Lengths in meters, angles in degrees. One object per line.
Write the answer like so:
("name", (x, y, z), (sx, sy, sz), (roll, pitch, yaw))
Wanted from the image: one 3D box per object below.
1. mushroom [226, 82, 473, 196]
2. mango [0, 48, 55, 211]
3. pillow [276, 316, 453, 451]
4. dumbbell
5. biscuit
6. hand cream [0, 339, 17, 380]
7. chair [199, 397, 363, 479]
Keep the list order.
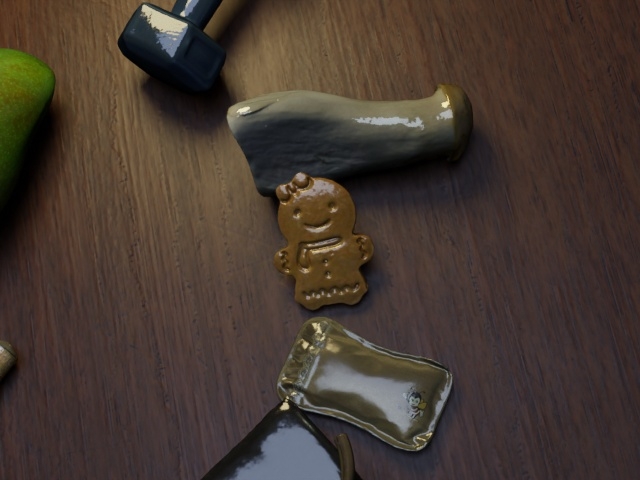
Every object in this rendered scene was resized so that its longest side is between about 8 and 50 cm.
("mushroom", (0.046, -0.144, 1.511), (0.328, 0.159, 0.122), (-9, 74, -1))
("mango", (-0.511, -0.120, 1.544), (0.225, 0.201, 0.382), (22, 63, 36))
("pillow", (0.056, 0.188, 1.458), (0.217, 0.033, 0.130), (22, 74, 13))
("dumbbell", (-0.156, -0.374, 1.601), (0.160, 0.144, 0.325), (26, 82, 13))
("biscuit", (0.005, 0.003, 1.491), (0.133, 0.027, 0.184), (3, 100, 3))
("hand cream", (-0.482, 0.215, 1.488), (0.084, 0.084, 0.203), (33, 72, 16))
("chair", (-0.042, 0.298, 1.305), (0.188, 0.272, 0.166), (-44, 73, -10))
